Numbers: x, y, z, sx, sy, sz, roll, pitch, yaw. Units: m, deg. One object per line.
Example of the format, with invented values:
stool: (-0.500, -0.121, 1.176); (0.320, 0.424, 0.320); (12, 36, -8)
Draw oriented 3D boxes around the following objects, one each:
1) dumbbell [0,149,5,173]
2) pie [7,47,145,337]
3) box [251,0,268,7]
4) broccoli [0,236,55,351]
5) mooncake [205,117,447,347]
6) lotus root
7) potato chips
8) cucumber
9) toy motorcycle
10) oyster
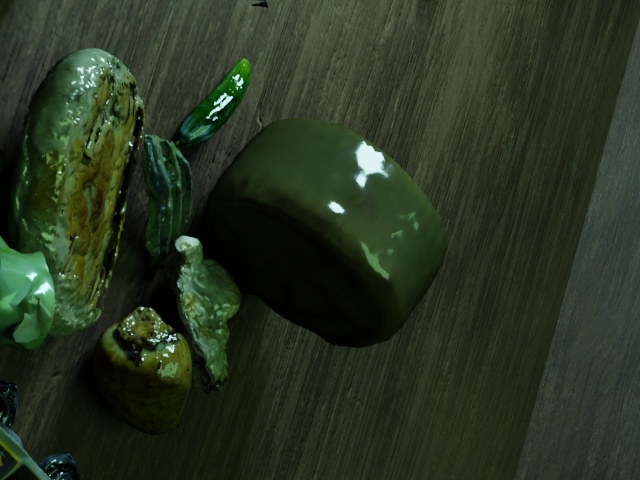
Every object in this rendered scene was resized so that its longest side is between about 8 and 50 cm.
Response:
dumbbell: (-0.303, -0.012, 0.873); (0.082, 0.082, 0.253); (-31, 128, -54)
pie: (-0.222, -0.044, 0.957); (0.274, 0.055, 0.274); (9, 90, -85)
box: (-0.145, -0.279, 0.853); (0.079, 0.270, 0.135); (39, 65, -60)
broccoli: (-0.308, 0.019, 0.683); (0.270, 0.270, 0.269); (16, 87, -37)
mooncake: (0.000, 0.000, 1.226); (0.155, 0.285, 0.284); (-54, 145, -27)
lotus root: (-0.188, 0.162, 1.133); (0.190, 0.108, 0.094); (89, 26, -44)
potato chips: (-0.168, -0.051, 1.112); (0.207, 0.028, 0.092); (94, 21, -49)
cucumber: (-0.120, -0.154, 1.194); (0.168, 0.039, 0.039); (-57, 146, -37)
toy motorcycle: (-0.318, 0.213, 0.938); (0.157, 0.091, 0.263); (-52, 141, -26)
oyster: (-0.130, 0.079, 1.175); (0.163, 0.081, 0.191); (-105, 179, -47)
